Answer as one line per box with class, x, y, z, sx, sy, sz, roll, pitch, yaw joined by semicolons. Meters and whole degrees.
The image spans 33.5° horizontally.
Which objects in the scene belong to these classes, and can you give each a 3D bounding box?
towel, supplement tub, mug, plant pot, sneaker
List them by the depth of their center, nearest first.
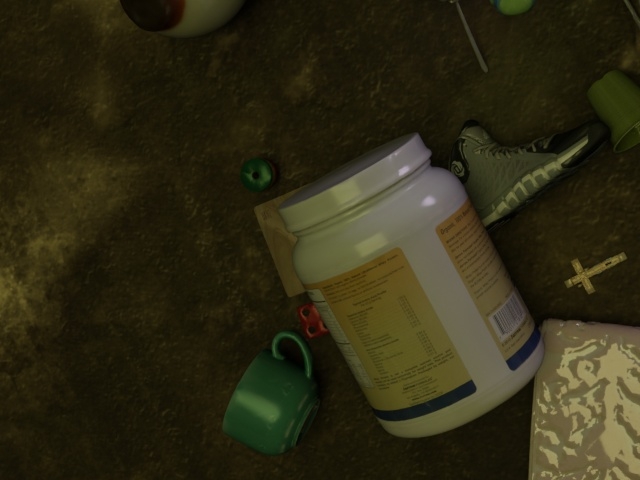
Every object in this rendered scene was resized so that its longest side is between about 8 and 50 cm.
plant pot;0.365;-0.162;1.285;0.083;0.083;0.079;-40;69;19
supplement tub;0.106;0.052;1.287;0.228;0.228;0.316;-26;98;20
towel;0.422;0.265;1.291;0.332;0.053;0.316;4;93;23
sneaker;0.235;-0.110;1.311;0.229;0.086;0.132;-39;76;33
mug;-0.056;0.215;1.431;0.097;0.129;0.157;26;132;11

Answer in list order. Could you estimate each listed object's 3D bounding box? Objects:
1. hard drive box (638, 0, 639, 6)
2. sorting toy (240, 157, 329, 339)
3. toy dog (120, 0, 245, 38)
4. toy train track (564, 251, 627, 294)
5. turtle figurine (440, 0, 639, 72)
hard drive box;0.400;-0.293;1.198;0.089;0.181;0.232;-18;89;20
sorting toy;0.000;0.000;1.439;0.132;0.046;0.274;-23;88;20
toy dog;-0.091;-0.425;1.336;0.408;0.284;0.395;-33;102;21
toy train track;0.346;0.038;1.340;0.083;0.014;0.048;-30;86;19
turtle figurine;0.230;-0.363;1.293;0.198;0.275;0.266;-19;68;42
